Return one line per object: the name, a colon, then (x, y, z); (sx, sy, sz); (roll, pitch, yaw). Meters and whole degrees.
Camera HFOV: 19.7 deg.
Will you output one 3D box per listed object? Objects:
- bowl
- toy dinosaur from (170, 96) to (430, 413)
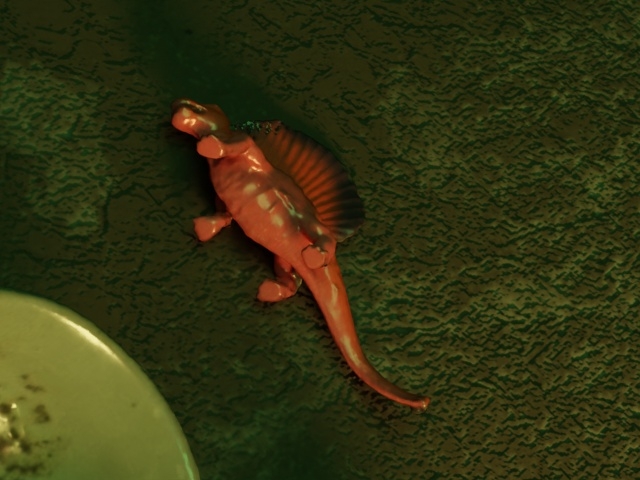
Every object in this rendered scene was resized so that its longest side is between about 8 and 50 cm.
bowl: (-0.209, 0.183, 1.063); (0.289, 0.146, 0.289); (27, 51, -40)
toy dinosaur: (0.001, -0.005, 1.344); (0.286, 0.070, 0.139); (47, 34, 3)
